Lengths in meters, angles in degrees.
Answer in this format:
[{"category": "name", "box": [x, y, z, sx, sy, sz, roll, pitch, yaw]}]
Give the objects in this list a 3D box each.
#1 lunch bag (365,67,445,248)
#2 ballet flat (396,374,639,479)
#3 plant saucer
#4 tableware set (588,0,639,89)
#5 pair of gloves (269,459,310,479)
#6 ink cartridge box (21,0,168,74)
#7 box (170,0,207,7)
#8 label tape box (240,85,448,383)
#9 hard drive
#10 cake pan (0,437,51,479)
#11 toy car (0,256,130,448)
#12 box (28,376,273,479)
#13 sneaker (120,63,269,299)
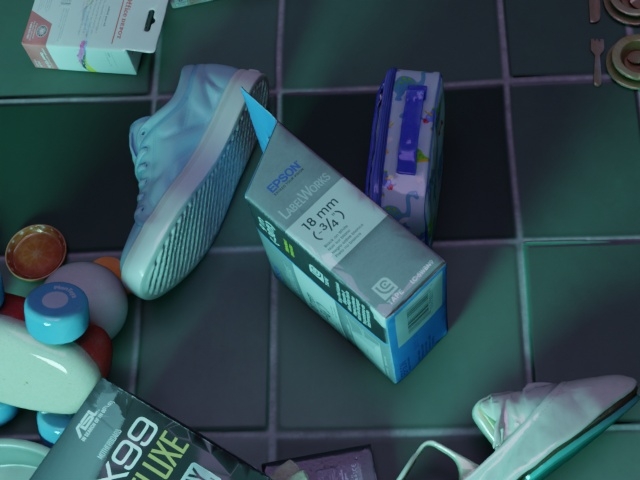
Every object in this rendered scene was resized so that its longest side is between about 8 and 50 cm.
[{"category": "lunch bag", "box": [0.110, -0.100, 1.428, 0.090, 0.176, 0.219, 5, 66, 7]}, {"category": "ballet flat", "box": [0.187, 0.256, 1.276, 0.400, 0.139, 0.139, -40, 68, -10]}, {"category": "plant saucer", "box": [-0.382, 0.018, 1.505, 0.084, 0.013, 0.083, -2, 64, 4]}, {"category": "tableware set", "box": [0.446, -0.302, 1.569, 0.128, 0.039, 0.194, 1, 65, 6]}, {"category": "pair of gloves", "box": [-0.049, 0.376, 1.242, 0.204, 0.042, 0.240, -42, 47, -4]}, {"category": "ink cartridge box", "box": [-0.317, -0.307, 1.623, 0.198, 0.067, 0.115, 6, 66, 9]}, {"category": "box", "box": [-0.096, -0.467, 1.632, 0.300, 0.154, 0.142, -12, 64, -2]}, {"category": "label tape box", "box": [0.000, 0.000, 1.356, 0.106, 0.240, 0.334, -44, 68, -13]}, {"category": "hard drive", "box": [0.002, 0.301, 1.333, 0.135, 0.022, 0.094, -10, 65, 0]}, {"category": "cake pan", "box": [-0.385, 0.381, 1.312, 0.293, 0.054, 0.293, -2, 65, 4]}, {"category": "toy car", "box": [-0.331, 0.094, 1.394, 0.210, 0.219, 0.238, 13, 38, 12]}, {"category": "box", "box": [-0.227, 0.341, 1.238, 0.242, 0.076, 0.307, 28, 72, 19]}, {"category": "sneaker", "box": [-0.199, -0.086, 1.483, 0.150, 0.135, 0.366, 15, 57, 17]}]
